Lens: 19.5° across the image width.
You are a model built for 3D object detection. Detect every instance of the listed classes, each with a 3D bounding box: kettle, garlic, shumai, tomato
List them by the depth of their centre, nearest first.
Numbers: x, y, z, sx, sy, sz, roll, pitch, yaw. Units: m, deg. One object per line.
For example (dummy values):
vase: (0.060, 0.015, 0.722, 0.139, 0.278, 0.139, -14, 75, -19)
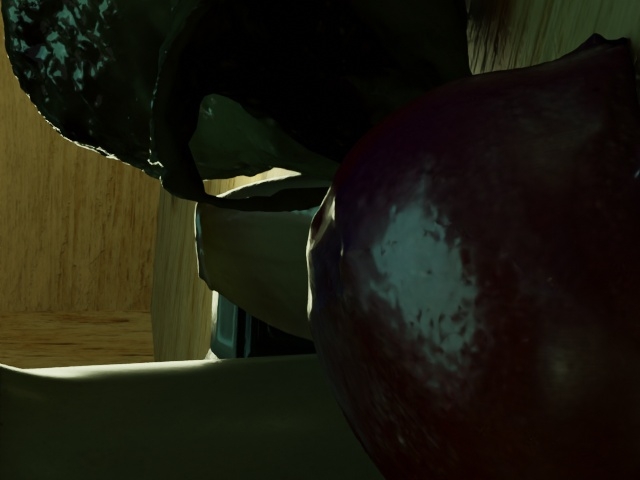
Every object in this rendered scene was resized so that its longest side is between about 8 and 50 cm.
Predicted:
tomato: (0.088, 0.050, 1.083, 0.335, 0.176, 0.289, 112, 153, -62)
shumai: (-0.021, -0.167, 1.429, 0.348, 0.395, 0.395, 49, 143, 43)
kettle: (-0.085, 0.255, 1.479, 0.250, 0.377, 0.361, -107, 20, -58)
garlic: (0.004, 0.009, 1.565, 0.318, 0.112, 0.143, -5, 107, 44)

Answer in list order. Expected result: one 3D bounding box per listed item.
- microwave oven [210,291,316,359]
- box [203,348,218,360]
microwave oven: (-0.018, 0.076, 1.736, 0.122, 0.162, 0.208, 128, 145, -73)
box: (-0.094, 0.232, 1.886, 0.273, 0.143, 0.184, -61, 7, -7)
